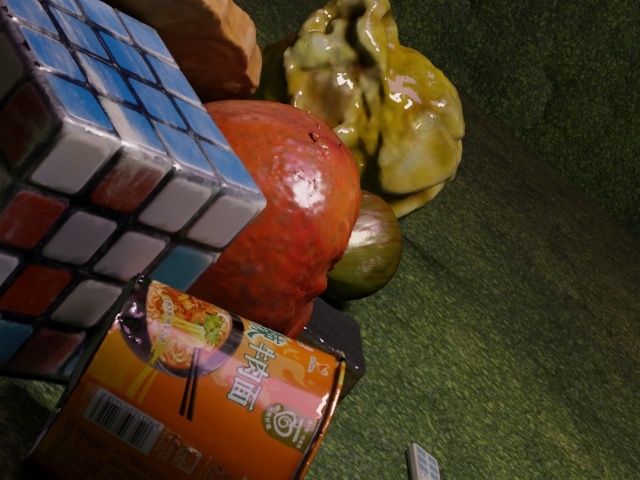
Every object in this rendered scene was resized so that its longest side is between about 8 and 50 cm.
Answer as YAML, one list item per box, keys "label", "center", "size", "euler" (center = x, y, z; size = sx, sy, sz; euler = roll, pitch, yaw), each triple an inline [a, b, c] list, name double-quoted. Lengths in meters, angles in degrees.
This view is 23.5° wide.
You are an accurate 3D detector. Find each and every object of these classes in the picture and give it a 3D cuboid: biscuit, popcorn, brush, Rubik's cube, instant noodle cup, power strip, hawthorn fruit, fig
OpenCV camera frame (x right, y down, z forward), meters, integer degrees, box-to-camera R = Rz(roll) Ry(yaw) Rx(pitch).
- label: "biscuit"
  center: [-0.244, -0.200, 1.557]
  size: [0.365, 0.062, 0.385]
  euler: [7, -16, 4]
- label: "popcorn"
  center: [0.062, -0.192, 2.290]
  size: [0.334, 0.292, 0.293]
  euler: [44, 11, -18]
- label: "brush"
  center: [-0.035, 0.091, 1.776]
  size: [0.197, 0.059, 0.123]
  euler: [38, 16, -20]
- label: "Rubik's cube"
  center: [-0.250, -0.058, 1.309]
  size: [0.256, 0.253, 0.259]
  euler: [20, 30, -52]
- label: "instant noodle cup"
  center: [-0.114, 0.145, 1.229]
  size: [0.182, 0.230, 0.230]
  euler: [30, 19, -8]
- label: "power strip"
  center: [0.120, 0.269, 1.779]
  size: [0.040, 0.016, 0.090]
  euler: [39, 17, -16]
- label: "hawthorn fruit"
  center: [-0.122, -0.019, 1.550]
  size: [0.307, 0.276, 0.276]
  euler: [13, 26, -13]
- label: "fig"
  center: [0.000, 0.000, 1.941]
  size: [0.151, 0.151, 0.259]
  euler: [52, 22, 24]
